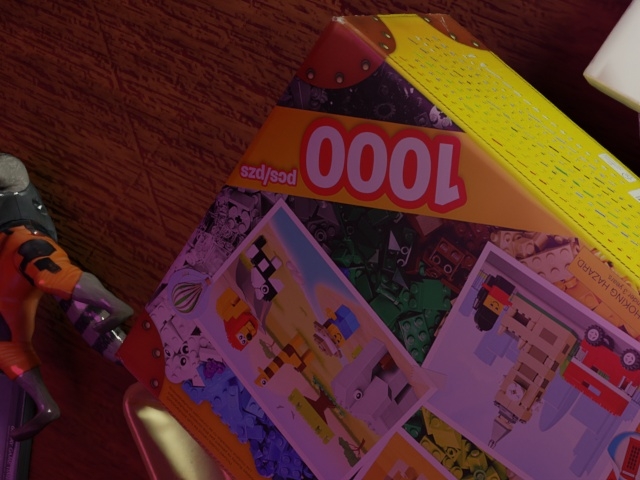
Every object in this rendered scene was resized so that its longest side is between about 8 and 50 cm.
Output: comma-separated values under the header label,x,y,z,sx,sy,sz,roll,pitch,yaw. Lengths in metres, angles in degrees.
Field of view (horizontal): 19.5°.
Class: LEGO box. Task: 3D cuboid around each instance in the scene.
label,x,y,z,sx,sy,sz,roll,pitch,yaw
LEGO box,0.133,0.112,1.496,0.500,0.193,0.372,43,115,20

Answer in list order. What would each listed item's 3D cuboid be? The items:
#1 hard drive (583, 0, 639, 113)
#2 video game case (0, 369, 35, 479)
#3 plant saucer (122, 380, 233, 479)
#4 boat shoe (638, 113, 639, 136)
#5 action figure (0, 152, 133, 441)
label,x,y,z,sx,sy,sz,roll,pitch,yaw
hard drive,0.387,-0.213,1.500,0.210,0.040,0.319,34,89,27
video game case,-0.438,0.225,2.098,0.274,0.026,0.196,11,97,33
plant saucer,0.002,0.224,1.787,0.332,0.081,0.333,-32,74,28
boat shoe,0.342,-0.028,1.542,0.119,0.121,0.335,-15,81,36
action figure,-0.339,0.047,1.985,0.330,0.178,0.341,57,140,26
